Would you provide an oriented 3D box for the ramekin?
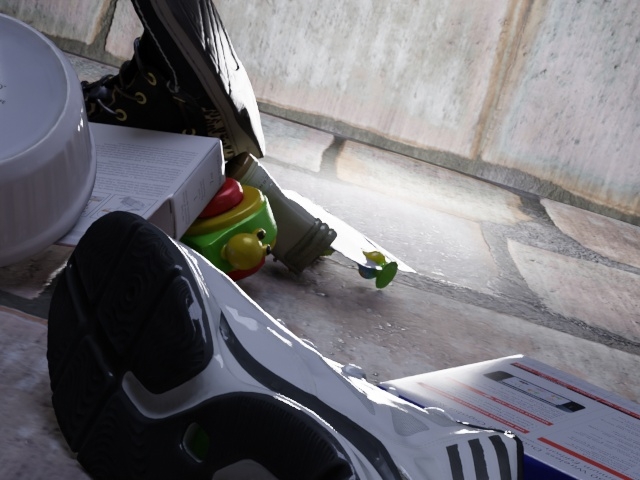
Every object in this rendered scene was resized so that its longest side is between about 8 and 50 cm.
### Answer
[{"bbox_3d":[-0.353,-0.111,1.470,0.273,0.127,0.273,6,53,-8],"label":"ramekin"}]

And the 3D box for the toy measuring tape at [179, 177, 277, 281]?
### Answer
[{"bbox_3d":[-0.136,-0.028,1.783,0.121,0.121,0.330,11,9,-29],"label":"toy measuring tape"}]

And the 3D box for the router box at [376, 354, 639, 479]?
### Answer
[{"bbox_3d":[0.242,0.207,1.287,0.335,0.082,0.301,23,13,29],"label":"router box"}]

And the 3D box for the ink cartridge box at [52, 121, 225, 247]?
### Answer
[{"bbox_3d":[-0.290,-0.046,1.630,0.296,0.066,0.261,8,33,19],"label":"ink cartridge box"}]

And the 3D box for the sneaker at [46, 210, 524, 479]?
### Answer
[{"bbox_3d":[-0.022,0.141,1.117,0.257,0.169,0.447,19,15,-41],"label":"sneaker"}]

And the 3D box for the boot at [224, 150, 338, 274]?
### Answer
[{"bbox_3d":[-0.085,-0.020,1.891,0.165,0.077,0.213,38,-29,-15],"label":"boot"}]

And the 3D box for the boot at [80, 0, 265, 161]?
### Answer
[{"bbox_3d":[-0.240,-0.178,1.789,0.284,0.138,0.377,-14,-24,7],"label":"boot"}]

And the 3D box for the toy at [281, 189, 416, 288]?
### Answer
[{"bbox_3d":[0.000,0.000,2.007,0.237,0.056,0.137,30,13,32],"label":"toy"}]
